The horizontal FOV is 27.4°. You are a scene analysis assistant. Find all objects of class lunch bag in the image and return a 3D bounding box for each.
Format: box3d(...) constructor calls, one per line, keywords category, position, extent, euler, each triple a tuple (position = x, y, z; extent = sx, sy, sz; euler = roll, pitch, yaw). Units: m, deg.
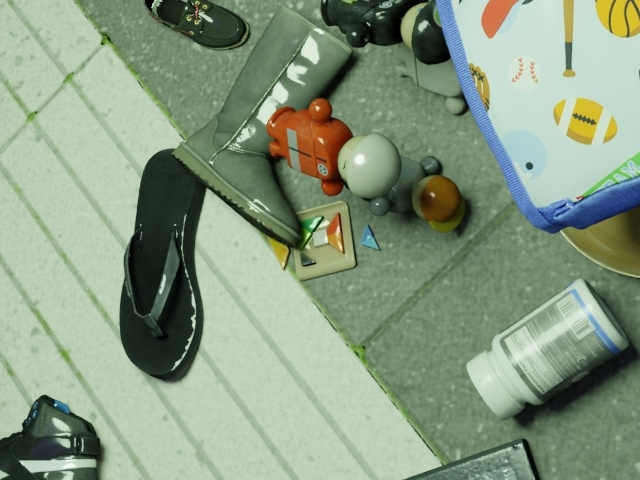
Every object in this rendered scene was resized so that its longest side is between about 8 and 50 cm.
box3d(category="lunch bag", position=(0.277, -0.229, 1.098), extent=(0.327, 0.239, 0.386), euler=(-26, 64, 39))

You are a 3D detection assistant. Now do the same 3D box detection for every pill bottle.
box3d(category="pill bottle", position=(0.209, 0.103, 1.217), extent=(0.137, 0.078, 0.078), euler=(-36, 67, 14))

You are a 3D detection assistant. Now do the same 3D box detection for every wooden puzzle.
box3d(category="wooden puzzle", position=(0.000, 0.000, 1.369), extent=(0.116, 0.014, 0.079), euler=(-22, 71, 18))

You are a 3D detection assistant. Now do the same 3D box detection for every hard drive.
box3d(category="hard drive", position=(0.146, 0.254, 1.244), extent=(0.135, 0.022, 0.094), euler=(-23, 71, 18))

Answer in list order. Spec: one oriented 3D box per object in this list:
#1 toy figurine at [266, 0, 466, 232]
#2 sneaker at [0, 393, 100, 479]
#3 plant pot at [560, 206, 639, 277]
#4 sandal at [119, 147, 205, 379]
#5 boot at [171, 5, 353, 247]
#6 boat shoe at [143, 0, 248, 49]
box3d(category="toy figurine", position=(0.078, -0.126, 1.252), extent=(0.148, 0.209, 0.213), euler=(24, 89, 38))
box3d(category="sneaker", position=(-0.337, 0.227, 1.443), extent=(0.216, 0.079, 0.121), euler=(5, 77, 17))
box3d(category="plant pot", position=(0.323, -0.078, 1.232), extent=(0.236, 0.032, 0.236), euler=(-5, 78, 23))
box3d(category="sandal", position=(-0.179, 0.023, 1.422), extent=(0.097, 0.054, 0.255), euler=(-5, 77, 23))
box3d(category="boot", position=(-0.035, -0.122, 1.382), extent=(0.189, 0.076, 0.208), euler=(41, 83, 16))
box3d(category="boat shoe", position=(-0.142, -0.250, 1.473), extent=(0.133, 0.042, 0.049), euler=(24, 87, 25))
